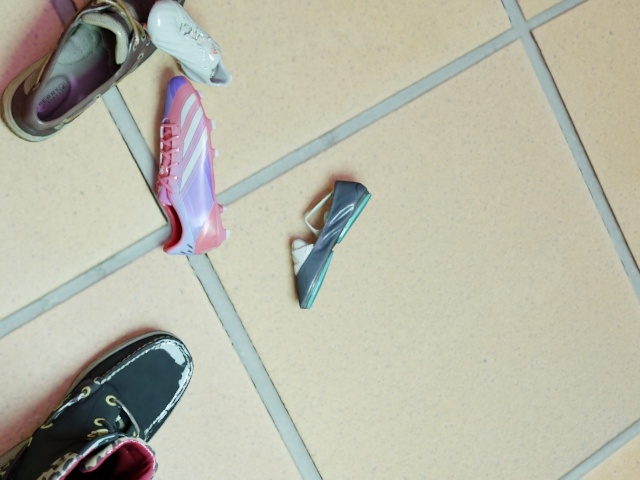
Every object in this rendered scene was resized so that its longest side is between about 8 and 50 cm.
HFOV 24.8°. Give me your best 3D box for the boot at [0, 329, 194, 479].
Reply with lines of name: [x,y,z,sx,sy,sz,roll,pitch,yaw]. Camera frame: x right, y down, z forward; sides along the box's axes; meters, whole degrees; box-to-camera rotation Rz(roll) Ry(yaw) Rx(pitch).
boot: [-0.271,0.261,1.838,0.377,0.284,0.138,-38,105,-21]

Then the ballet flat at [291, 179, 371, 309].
ballet flat: [0.000,0.000,2.111,0.074,0.074,0.203,32,81,-22]

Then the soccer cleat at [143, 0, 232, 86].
soccer cleat: [-0.175,-0.266,1.968,0.076,0.196,0.068,22,79,21]

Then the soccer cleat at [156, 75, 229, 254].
soccer cleat: [-0.191,-0.101,2.009,0.095,0.083,0.248,-13,97,-22]

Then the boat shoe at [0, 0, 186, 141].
boat shoe: [-0.281,-0.267,1.940,0.342,0.123,0.123,-47,108,-20]
